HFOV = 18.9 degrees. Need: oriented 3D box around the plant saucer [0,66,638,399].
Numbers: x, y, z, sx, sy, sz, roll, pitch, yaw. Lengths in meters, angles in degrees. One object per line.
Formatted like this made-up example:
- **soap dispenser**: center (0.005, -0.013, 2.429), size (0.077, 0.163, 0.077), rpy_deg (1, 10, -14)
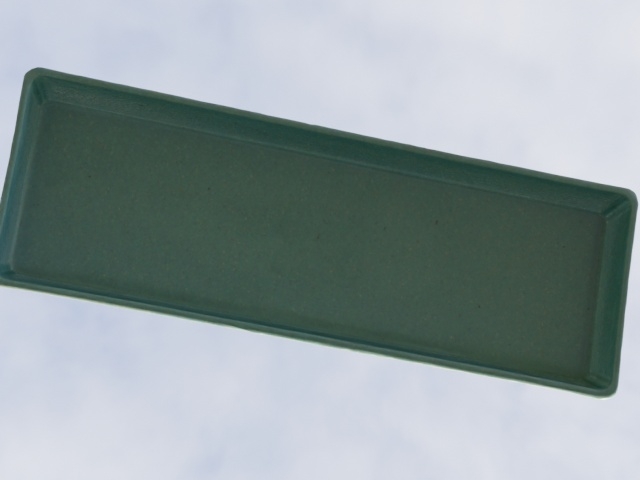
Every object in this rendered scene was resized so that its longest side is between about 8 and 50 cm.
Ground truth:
- **plant saucer**: center (0.000, 0.000, 0.577), size (0.192, 0.018, 0.067), rpy_deg (11, -104, -10)
